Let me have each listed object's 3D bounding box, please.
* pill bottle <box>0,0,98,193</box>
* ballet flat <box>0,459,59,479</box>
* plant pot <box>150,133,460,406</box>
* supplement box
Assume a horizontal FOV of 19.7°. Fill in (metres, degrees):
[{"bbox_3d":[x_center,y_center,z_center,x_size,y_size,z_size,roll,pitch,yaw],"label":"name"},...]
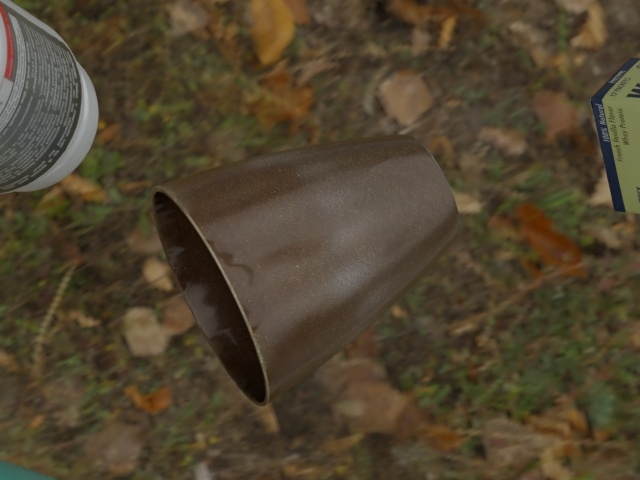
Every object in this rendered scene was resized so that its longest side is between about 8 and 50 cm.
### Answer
[{"bbox_3d":[-0.287,-0.123,1.502,0.161,0.283,0.161,-1,83,11],"label":"pill bottle"},{"bbox_3d":[-0.153,0.253,1.380,0.483,0.164,0.182,7,85,6],"label":"ballet flat"},{"bbox_3d":[0.000,0.000,1.643,0.230,0.215,0.215,-27,91,-14],"label":"plant pot"},{"bbox_3d":[0.221,-0.062,1.130,0.056,0.083,0.083,-43,127,-40],"label":"supplement box"}]
